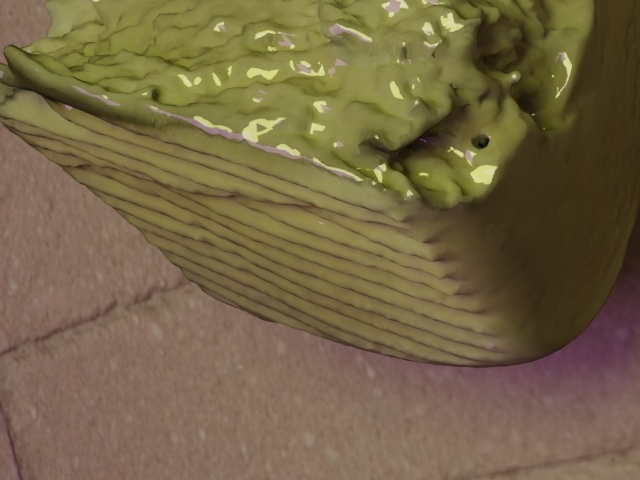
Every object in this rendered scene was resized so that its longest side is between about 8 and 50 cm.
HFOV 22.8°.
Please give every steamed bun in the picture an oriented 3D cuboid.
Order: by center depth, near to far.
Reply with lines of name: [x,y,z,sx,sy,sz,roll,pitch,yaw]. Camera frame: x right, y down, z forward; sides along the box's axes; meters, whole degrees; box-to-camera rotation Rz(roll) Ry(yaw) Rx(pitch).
steamed bun: [0.030,-0.097,0.771,0.290,0.273,0.272,21,71,39]
